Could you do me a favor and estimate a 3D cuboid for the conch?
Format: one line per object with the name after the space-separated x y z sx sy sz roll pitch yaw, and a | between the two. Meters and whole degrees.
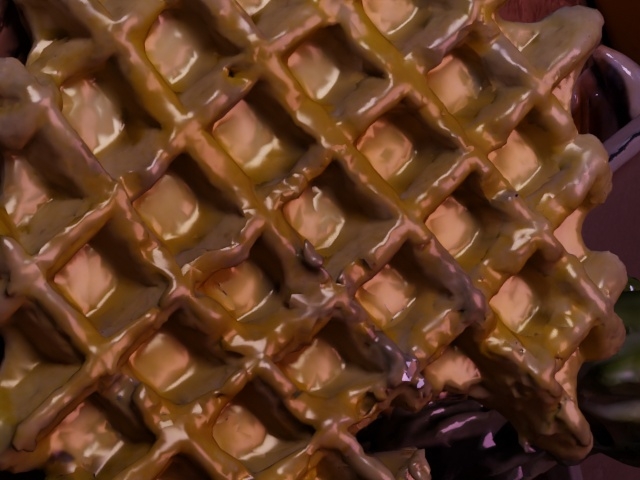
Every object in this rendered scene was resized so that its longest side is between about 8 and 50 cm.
0.201 -0.030 1.107 0.176 0.104 0.094 57 8 -39 | conch

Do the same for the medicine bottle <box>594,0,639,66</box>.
0.234 -0.185 1.139 0.222 0.112 0.149 59 42 -43 | medicine bottle

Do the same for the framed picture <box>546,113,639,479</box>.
0.202 0.024 1.025 0.289 0.020 0.211 -36 121 -39 | framed picture

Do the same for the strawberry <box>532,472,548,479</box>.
0.122 0.085 1.014 0.104 0.048 0.152 6 88 -66 | strawberry

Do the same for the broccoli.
0.139 0.040 0.777 0.165 0.304 0.146 -48 129 -47 | broccoli

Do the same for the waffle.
-0.001 0.000 0.673 0.261 0.056 0.250 5 84 -21 | waffle
